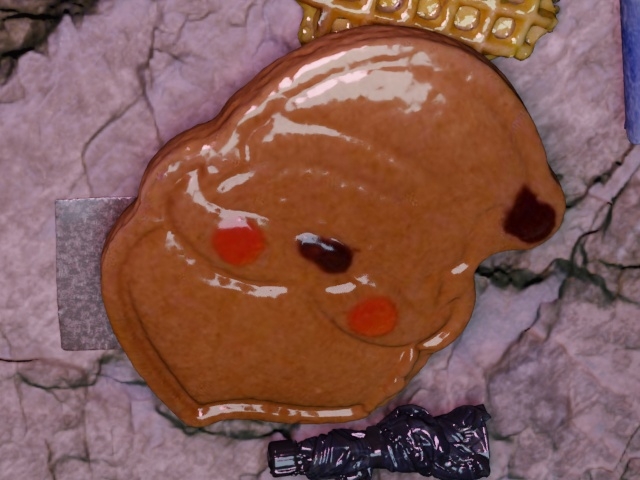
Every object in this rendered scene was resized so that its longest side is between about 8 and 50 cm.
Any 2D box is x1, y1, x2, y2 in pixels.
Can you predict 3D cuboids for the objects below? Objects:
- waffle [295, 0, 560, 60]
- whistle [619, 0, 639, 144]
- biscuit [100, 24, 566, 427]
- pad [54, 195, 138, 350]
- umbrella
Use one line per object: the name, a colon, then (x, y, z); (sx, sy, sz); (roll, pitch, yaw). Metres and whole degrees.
waffle: (0.090, -0.239, 1.662); (0.254, 0.052, 0.245); (-26, 112, 2)
whistle: (0.303, -0.236, 1.692); (0.062, 0.062, 0.304); (-9, 113, -6)
biscuit: (0.000, 0.000, 1.707); (0.349, 0.078, 0.455); (33, 110, -21)
pad: (-0.133, 0.031, 1.756); (0.235, 0.003, 0.158); (-2, 112, -9)
umbrella: (0.059, 0.205, 1.827); (0.224, 0.071, 0.080); (-4, 85, -3)
